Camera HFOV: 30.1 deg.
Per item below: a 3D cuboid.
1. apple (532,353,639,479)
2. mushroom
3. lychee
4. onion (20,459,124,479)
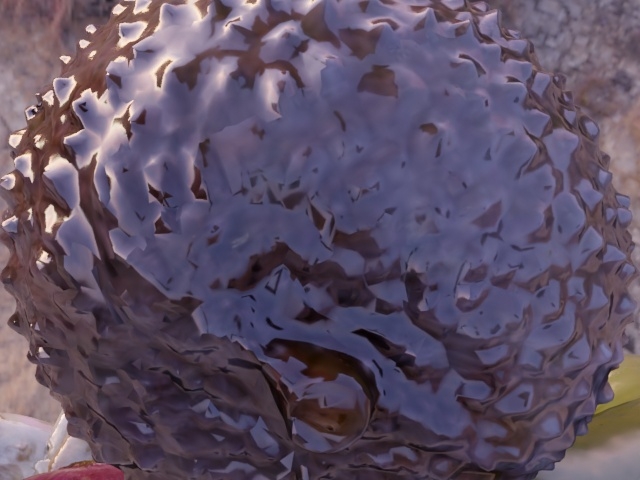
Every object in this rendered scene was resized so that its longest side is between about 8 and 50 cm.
[{"bbox_3d":[0.138,0.287,0.764,0.474,0.473,0.473,5,52,-6],"label":"apple"},{"bbox_3d":[-0.272,0.261,1.333,0.234,0.254,0.260,26,45,-5],"label":"mushroom"},{"bbox_3d":[0.000,0.006,0.571,0.300,0.300,0.300,5,52,-6],"label":"lychee"},{"bbox_3d":[-0.169,0.233,0.873,0.177,0.177,0.153,4,50,-7],"label":"onion"}]
